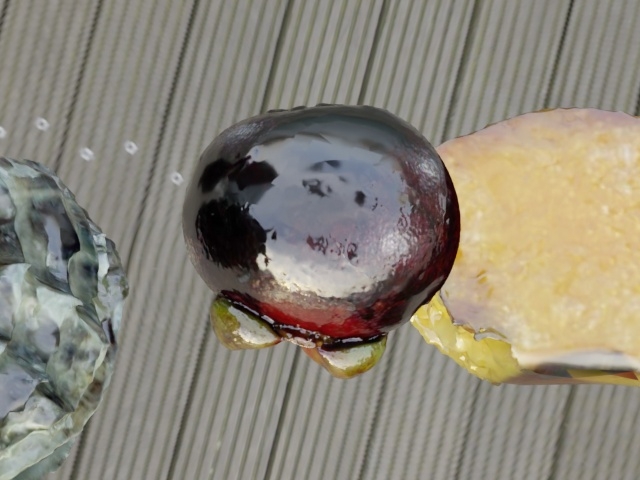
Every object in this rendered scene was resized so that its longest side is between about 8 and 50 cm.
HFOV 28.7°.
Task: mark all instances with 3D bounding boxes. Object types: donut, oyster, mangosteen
[{"bbox_3d":[0.202,0.143,0.826,0.377,0.163,0.435,5,77,10],"label":"donut"},{"bbox_3d":[-0.194,0.048,0.524,0.162,0.351,0.158,12,106,12],"label":"oyster"},{"bbox_3d":[0.000,0.000,0.668,0.152,0.152,0.153,0,88,-2],"label":"mangosteen"}]
